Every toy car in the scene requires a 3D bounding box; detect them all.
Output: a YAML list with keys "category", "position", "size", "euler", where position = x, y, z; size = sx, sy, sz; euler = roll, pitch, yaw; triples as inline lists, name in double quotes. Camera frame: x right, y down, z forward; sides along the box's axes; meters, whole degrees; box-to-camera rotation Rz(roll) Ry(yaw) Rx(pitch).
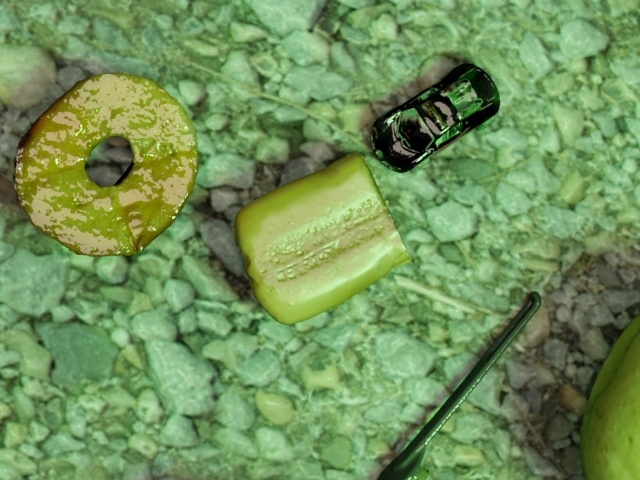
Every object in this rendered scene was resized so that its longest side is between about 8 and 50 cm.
- category: "toy car"
  position: [0.118, -0.125, 1.884]
  size: [0.142, 0.055, 0.069]
  euler: [-33, 87, -8]

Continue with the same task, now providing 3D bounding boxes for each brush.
- category: "brush"
  position: [0.147, 0.160, 1.873]
  size: [0.027, 0.062, 0.266]
  euler: [43, 79, -16]

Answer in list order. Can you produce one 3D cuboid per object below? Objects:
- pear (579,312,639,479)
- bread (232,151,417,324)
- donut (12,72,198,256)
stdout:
- category: "pear"
  position: [0.403, 0.186, 1.773]
  size: [0.309, 0.309, 0.309]
  euler: [0, 86, -5]
- category: "bread"
  position: [0.000, -0.001, 1.849]
  size: [0.173, 0.085, 0.134]
  euler: [-24, 92, -8]
- category: "donut"
  position: [-0.213, -0.072, 1.842]
  size: [0.174, 0.074, 0.190]
  euler: [24, 80, -2]
